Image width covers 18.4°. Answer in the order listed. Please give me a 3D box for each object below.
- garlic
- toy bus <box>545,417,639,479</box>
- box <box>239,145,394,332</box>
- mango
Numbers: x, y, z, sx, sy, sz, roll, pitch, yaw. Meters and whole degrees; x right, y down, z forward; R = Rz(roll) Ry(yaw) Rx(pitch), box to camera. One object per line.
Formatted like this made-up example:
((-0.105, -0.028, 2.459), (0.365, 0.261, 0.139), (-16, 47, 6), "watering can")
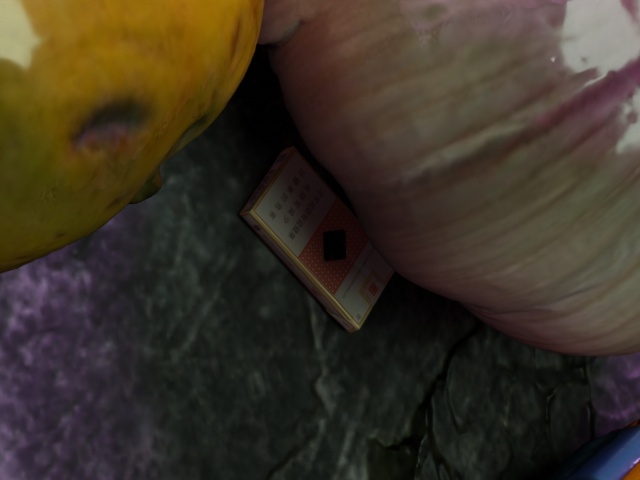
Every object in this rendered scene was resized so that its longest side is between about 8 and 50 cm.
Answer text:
((0.126, -0.090, 0.955), (0.322, 0.241, 0.321), (-2, 96, -25), "garlic")
((0.167, 0.166, 0.987), (0.209, 0.126, 0.136), (-36, 96, -40), "toy bus")
((0.000, 0.000, 0.951), (0.083, 0.012, 0.046), (48, 53, -22), "box")
((-0.148, -0.161, 0.764), (0.253, 0.182, 0.364), (5, 66, -37), "mango")
